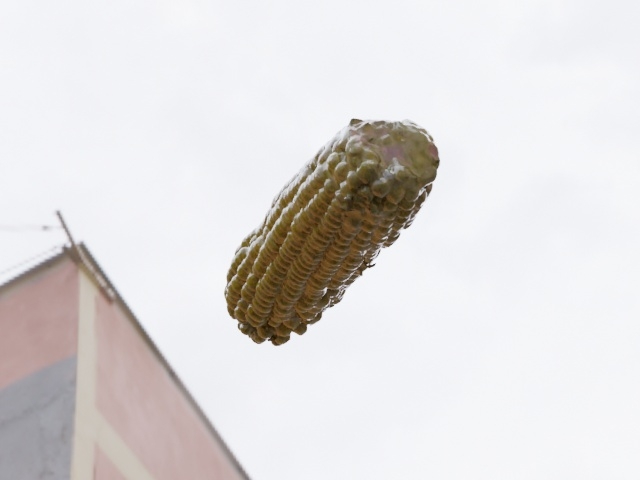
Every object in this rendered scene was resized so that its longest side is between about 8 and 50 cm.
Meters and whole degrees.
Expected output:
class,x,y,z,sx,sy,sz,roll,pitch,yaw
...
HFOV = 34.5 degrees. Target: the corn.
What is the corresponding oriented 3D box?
class,x,y,z,sx,sy,sz,roll,pitch,yaw
corn,0.000,0.000,0.691,0.086,0.086,0.288,7,-23,-17
